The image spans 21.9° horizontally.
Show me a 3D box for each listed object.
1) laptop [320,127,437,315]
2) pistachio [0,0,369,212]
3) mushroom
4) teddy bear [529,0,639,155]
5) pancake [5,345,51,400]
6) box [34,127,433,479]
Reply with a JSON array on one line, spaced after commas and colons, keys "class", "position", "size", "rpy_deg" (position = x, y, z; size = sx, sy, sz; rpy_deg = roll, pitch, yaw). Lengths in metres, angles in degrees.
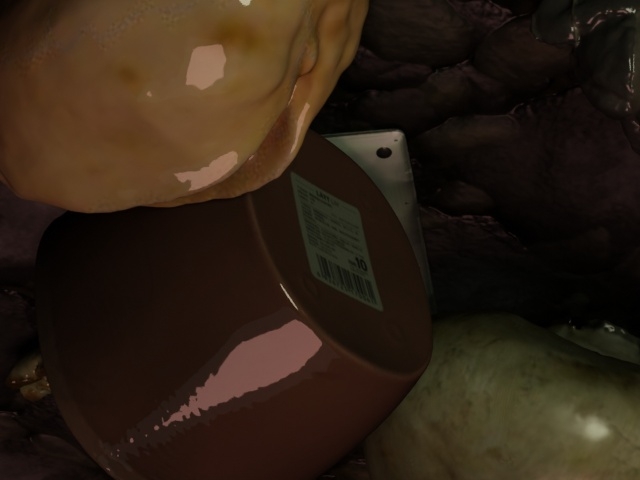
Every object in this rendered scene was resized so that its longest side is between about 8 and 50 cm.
[{"class": "laptop", "position": [0.000, 0.000, 1.491], "size": [0.188, 0.015, 0.269], "rpy_deg": [-5, 139, 8]}, {"class": "pistachio", "position": [-0.107, -0.141, 1.176], "size": [0.321, 0.238, 0.229], "rpy_deg": [-32, 162, 24]}, {"class": "mushroom", "position": [0.200, 0.198, 1.532], "size": [0.352, 0.260, 0.352], "rpy_deg": [23, 150, 14]}, {"class": "teddy bear", "position": [0.295, -0.116, 1.244], "size": [0.251, 0.144, 0.171], "rpy_deg": [-10, 139, 14]}, {"class": "pancake", "position": [-0.120, 0.133, 1.626], "size": [0.377, 0.054, 0.197], "rpy_deg": [5, 149, -2]}, {"class": "box", "position": [-0.060, 0.056, 1.328], "size": [0.216, 0.301, 0.301], "rpy_deg": [-33, 129, 28]}]
